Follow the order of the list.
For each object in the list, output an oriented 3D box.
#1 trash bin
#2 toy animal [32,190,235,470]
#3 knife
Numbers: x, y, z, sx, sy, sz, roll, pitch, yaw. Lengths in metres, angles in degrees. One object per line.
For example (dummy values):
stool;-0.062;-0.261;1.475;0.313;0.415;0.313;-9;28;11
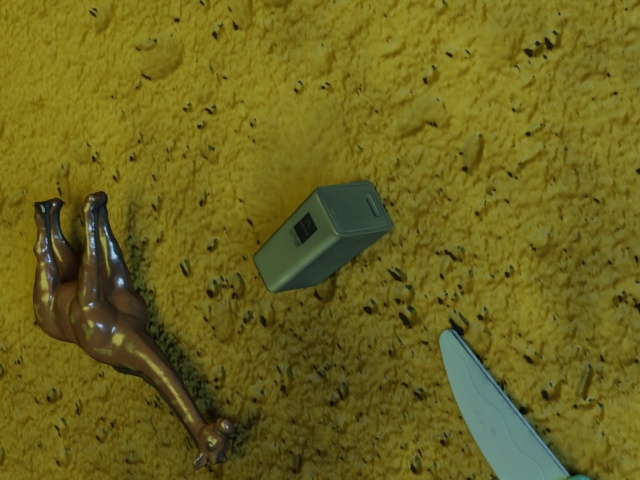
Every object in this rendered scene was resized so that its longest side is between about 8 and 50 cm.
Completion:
trash bin;0.000;0.000;1.377;0.092;0.061;0.043;-44;66;40
toy animal;-0.159;0.072;1.529;0.224;0.066;0.229;-4;99;48
knife;0.154;0.162;1.276;0.260;0.035;0.063;49;134;36
